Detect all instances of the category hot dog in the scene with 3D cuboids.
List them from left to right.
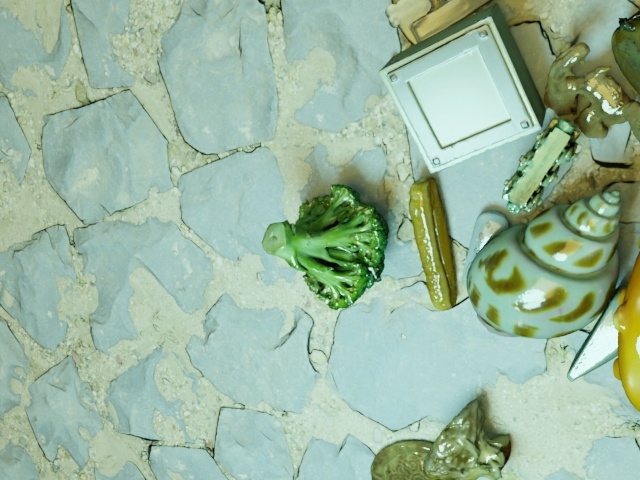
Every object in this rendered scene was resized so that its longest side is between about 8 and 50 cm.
[{"bbox_3d":[0.233,0.009,1.491,0.061,0.088,0.286,-5,101,33],"label":"hot dog"}]

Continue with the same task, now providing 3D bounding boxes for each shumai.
[{"bbox_3d":[0.327,0.456,1.546,0.153,0.161,0.209,33,100,18],"label":"shumai"}]

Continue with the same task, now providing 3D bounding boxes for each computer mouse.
[{"bbox_3d":[0.550,0.183,1.362,0.079,0.128,0.231,35,120,20],"label":"computer mouse"}]

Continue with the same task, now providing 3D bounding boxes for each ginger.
[{"bbox_3d":[0.506,-0.228,1.272,0.258,0.065,0.149,41,155,2],"label":"ginger"}]

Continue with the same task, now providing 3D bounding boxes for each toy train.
[{"bbox_3d":[0.407,-0.141,1.330,0.080,0.125,0.194,32,115,6],"label":"toy train"}]

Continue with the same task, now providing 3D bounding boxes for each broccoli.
[{"bbox_3d":[0.000,0.000,1.509,0.269,0.269,0.254,20,102,20],"label":"broccoli"}]

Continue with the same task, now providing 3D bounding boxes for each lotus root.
[{"bbox_3d":[0.585,-0.286,1.188,0.124,0.123,0.241,-39,86,-6],"label":"lotus root"}]

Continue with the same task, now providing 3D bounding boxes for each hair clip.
[{"bbox_3d":[0.240,-0.432,1.358,0.220,0.054,0.140,-25,98,30],"label":"hair clip"}]

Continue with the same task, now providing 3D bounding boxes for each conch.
[{"bbox_3d":[0.423,0.049,1.335,0.249,0.197,0.368,34,106,15],"label":"conch"}]

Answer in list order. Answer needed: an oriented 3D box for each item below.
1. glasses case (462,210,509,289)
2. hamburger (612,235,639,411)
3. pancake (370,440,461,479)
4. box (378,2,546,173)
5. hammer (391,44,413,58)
[{"bbox_3d":[0.337,0.027,1.464,0.067,0.045,0.178,16,113,18],"label":"glasses case"},{"bbox_3d":[0.643,0.132,1.155,0.277,0.395,0.396,14,113,40],"label":"hamburger"},{"bbox_3d":[0.239,0.582,1.703,0.250,0.031,0.250,8,109,25],"label":"pancake"},{"bbox_3d":[0.265,-0.277,1.333,0.225,0.117,0.225,-21,109,30],"label":"box"},{"bbox_3d":[0.183,-0.387,1.427,0.035,0.019,0.110,42,114,9],"label":"hammer"}]
